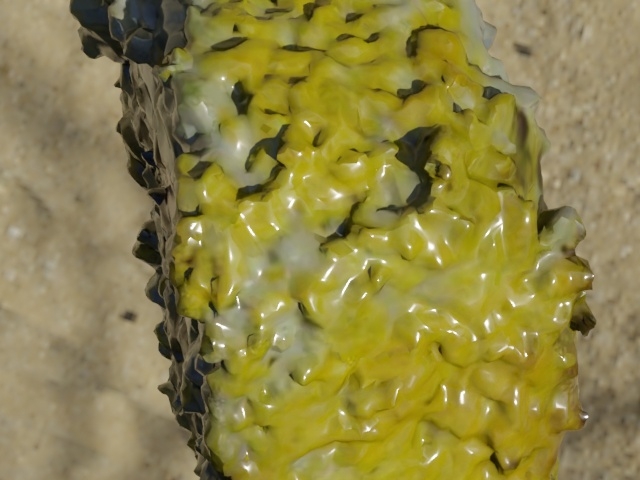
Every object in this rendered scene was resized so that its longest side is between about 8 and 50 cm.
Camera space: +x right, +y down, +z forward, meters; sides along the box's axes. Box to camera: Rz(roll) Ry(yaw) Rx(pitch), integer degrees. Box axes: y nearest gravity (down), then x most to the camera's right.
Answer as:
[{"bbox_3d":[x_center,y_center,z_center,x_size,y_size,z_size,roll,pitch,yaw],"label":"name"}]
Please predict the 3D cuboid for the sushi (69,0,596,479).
[{"bbox_3d":[0.000,0.000,1.055,0.240,0.351,0.397,-12,129,-10],"label":"sushi"}]
